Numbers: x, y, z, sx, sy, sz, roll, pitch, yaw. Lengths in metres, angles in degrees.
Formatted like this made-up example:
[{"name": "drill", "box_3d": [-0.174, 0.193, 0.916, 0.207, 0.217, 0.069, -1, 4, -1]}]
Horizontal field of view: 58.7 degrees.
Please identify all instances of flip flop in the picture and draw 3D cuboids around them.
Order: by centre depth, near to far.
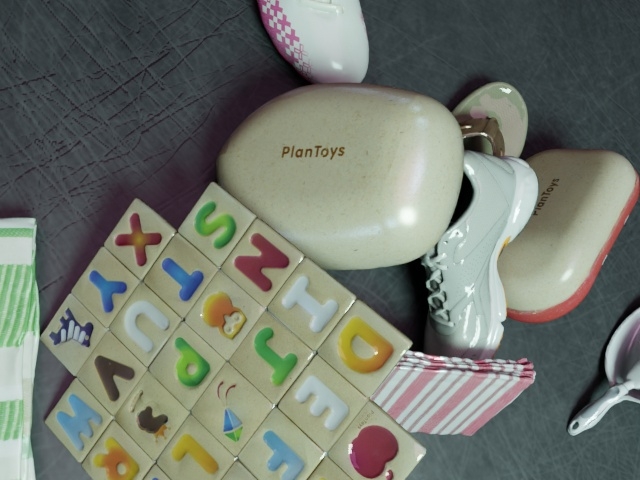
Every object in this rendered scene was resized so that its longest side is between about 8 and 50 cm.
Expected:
[{"name": "flip flop", "box_3d": [0.172, -0.092, 0.693, 0.112, 0.080, 0.277, 47, 70, -3]}]

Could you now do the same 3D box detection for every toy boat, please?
[{"name": "toy boat", "box_3d": [0.000, 0.000, 0.577, 0.268, 0.148, 0.318, 11, 83, 31]}, {"name": "toy boat", "box_3d": [0.291, 0.006, 0.695, 0.231, 0.151, 0.151, -52, 125, -20]}]

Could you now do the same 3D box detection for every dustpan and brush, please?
[{"name": "dustpan and brush", "box_3d": [0.393, 0.172, 0.702, 0.060, 0.147, 0.211, 36, 99, -31]}]

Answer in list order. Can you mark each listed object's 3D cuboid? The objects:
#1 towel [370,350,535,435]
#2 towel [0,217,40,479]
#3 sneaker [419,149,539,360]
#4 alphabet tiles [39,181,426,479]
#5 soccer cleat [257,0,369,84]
[{"name": "towel", "box_3d": [0.106, 0.160, 0.596, 0.197, 0.144, 0.029, 9, 46, -15]}, {"name": "towel", "box_3d": [-0.379, 0.139, 0.501, 0.248, 0.038, 0.324, 0, 80, -16]}, {"name": "sneaker", "box_3d": [0.139, 0.027, 0.616, 0.121, 0.099, 0.262, 11, 92, -33]}, {"name": "alphabet tiles", "box_3d": [-0.095, 0.127, 0.494, 0.343, 0.011, 0.285, 38, 96, 18]}, {"name": "soccer cleat", "box_3d": [-0.025, -0.336, 0.651, 0.116, 0.143, 0.331, -21, 86, -20]}]
